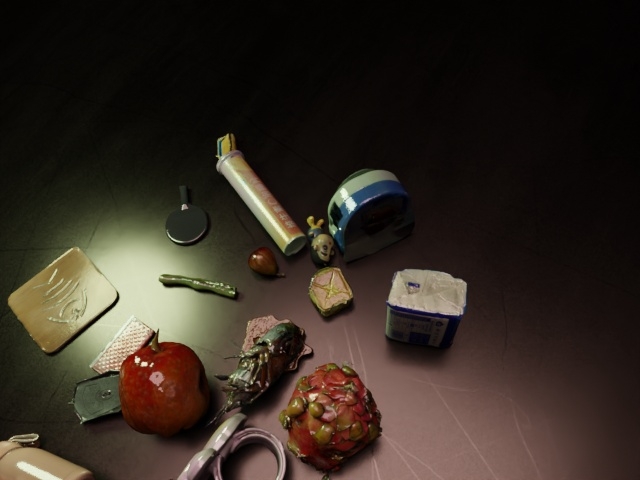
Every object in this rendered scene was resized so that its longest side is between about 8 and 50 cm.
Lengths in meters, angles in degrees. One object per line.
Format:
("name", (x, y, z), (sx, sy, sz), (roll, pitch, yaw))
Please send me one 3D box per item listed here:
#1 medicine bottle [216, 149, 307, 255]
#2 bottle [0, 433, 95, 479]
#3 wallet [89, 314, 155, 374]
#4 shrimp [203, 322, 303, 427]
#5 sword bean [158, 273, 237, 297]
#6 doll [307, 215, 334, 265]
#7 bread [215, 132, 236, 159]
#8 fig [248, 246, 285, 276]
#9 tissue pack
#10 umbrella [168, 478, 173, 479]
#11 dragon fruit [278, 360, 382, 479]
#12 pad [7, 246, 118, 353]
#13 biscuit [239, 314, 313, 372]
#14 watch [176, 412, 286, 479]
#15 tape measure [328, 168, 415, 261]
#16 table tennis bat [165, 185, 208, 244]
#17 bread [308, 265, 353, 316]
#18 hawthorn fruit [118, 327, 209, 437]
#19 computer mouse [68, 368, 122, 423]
("medicine bottle", (-0.198, -0.131, 1.923), (0.108, 0.108, 0.426), (-34, 65, -13))
("bottle", (-0.761, 0.639, 1.521), (0.296, 0.173, 0.206), (15, 32, 16))
("wallet", (-0.607, 0.333, 1.749), (0.103, 0.020, 0.197), (27, 67, 20))
("shrimp", (-0.205, 0.363, 1.602), (0.372, 0.137, 0.172), (-34, 28, -24))
("sword bean", (-0.395, 0.142, 1.826), (0.269, 0.038, 0.043), (9, 37, 11))
("doll", (0.000, 0.000, 1.841), (0.088, 0.101, 0.180), (-33, 57, 38))
("bread", (-0.340, -0.337, 2.079), (0.072, 0.053, 0.106), (-21, 56, 21))
("fig", (-0.170, 0.082, 1.819), (0.125, 0.089, 0.089), (45, 72, 4))
("tissue pack", (0.289, 0.193, 1.593), (0.209, 0.270, 0.137), (6, 62, 9))
("umbrella", (-0.368, 0.690, 1.520), (0.133, 0.031, 0.036), (36, 72, 21))
("dragon fruit", (0.021, 0.454, 1.466), (0.269, 0.291, 0.250), (-37, 69, -13))
("pad", (-0.840, 0.189, 1.854), (0.286, 0.018, 0.284), (-42, 65, -16))
("biscuit", (-0.127, 0.317, 1.700), (0.215, 0.034, 0.182), (8, 66, 8))
("watch", (-0.212, 0.598, 1.475), (0.217, 0.211, 0.248), (34, 60, 12))
("tape measure", (0.151, -0.095, 1.787), (0.259, 0.262, 0.138), (-25, 51, -9))
("table tennis bat", (-0.466, -0.090, 1.968), (0.150, 0.027, 0.237), (-12, 62, -1))
("bread", (0.028, 0.156, 1.756), (0.127, 0.069, 0.140), (-28, 65, -9))
("hawthorn fruit", (-0.430, 0.405, 1.557), (0.258, 0.258, 0.262), (-39, 87, -15))
("computer mouse", (-0.623, 0.451, 1.659), (0.231, 0.071, 0.126), (-21, 75, 5))
